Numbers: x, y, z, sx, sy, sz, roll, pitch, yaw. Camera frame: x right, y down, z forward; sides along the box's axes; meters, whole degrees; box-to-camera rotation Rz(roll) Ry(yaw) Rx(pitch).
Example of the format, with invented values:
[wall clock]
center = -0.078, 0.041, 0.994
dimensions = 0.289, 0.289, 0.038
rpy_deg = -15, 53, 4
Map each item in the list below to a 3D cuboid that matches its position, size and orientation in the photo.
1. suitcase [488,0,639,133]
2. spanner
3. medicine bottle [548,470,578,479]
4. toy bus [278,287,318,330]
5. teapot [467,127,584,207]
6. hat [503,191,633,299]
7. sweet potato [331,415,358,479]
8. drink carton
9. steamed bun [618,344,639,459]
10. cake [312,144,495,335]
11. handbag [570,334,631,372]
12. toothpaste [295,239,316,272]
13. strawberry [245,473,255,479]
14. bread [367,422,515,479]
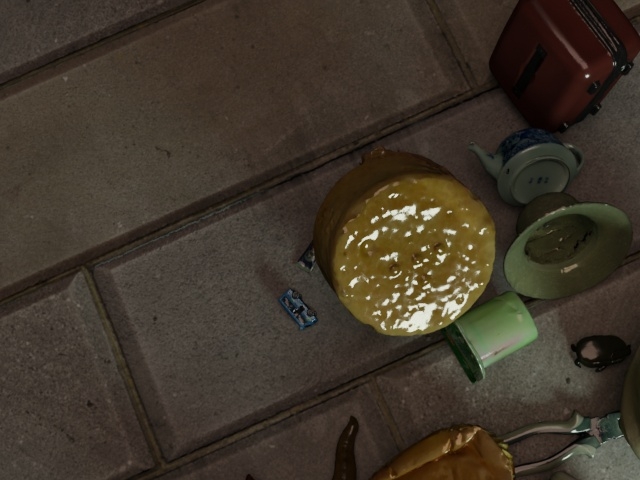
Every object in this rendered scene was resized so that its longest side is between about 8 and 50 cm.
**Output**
[suitcase]
center = 0.460, -0.358, 1.852
dimensions = 0.161, 0.297, 0.236
rpy_deg = -30, 76, -12
[spanner]
center = 0.466, 0.376, 1.829
dimensions = 0.324, 0.040, 0.096
rpy_deg = -17, 78, 2
[medicine bottle]
center = 0.403, 0.571, 1.732
dimensions = 0.157, 0.157, 0.289
rpy_deg = 38, 84, 11
[toy bus]
center = -0.044, 0.137, 1.916
dimensions = 0.046, 0.038, 0.083
rpy_deg = -41, 77, 0
[teapot]
center = 0.414, -0.160, 1.901
dimensions = 0.232, 0.159, 0.159
rpy_deg = -1, 78, -12
[hat]
center = 0.455, -0.017, 1.853
dimensions = 0.257, 0.257, 0.130
rpy_deg = -16, 45, 1
[sweet potato]
center = 0.039, 0.460, 1.835
dimensions = 0.069, 0.059, 0.250
rpy_deg = 17, 75, 20
[drink carton]
center = 0.324, 0.173, 1.835
dimensions = 0.142, 0.144, 0.146
rpy_deg = -26, 78, -8
[steamed bun]
center = 0.657, 0.291, 1.729
dimensions = 0.309, 0.219, 0.324
rpy_deg = 36, 49, -26
[cake]
center = 0.135, -0.017, 1.829
dimensions = 0.332, 0.321, 0.332
rpy_deg = -4, 109, -11
[handbag]
center = 0.543, 0.214, 1.853
dimensions = 0.111, 0.047, 0.072
rpy_deg = -7, 72, 3
[toothpaste]
center = 0.000, 0.000, 1.952
dimensions = 0.037, 0.021, 0.140
rpy_deg = 30, 85, 14
[strawberry]
center = -0.182, 0.563, 1.806
dimensions = 0.228, 0.098, 0.174
rpy_deg = -38, 77, -5
[bread]
center = 0.228, 0.461, 1.761
dimensions = 0.288, 0.156, 0.204
rpy_deg = -40, 62, 5
